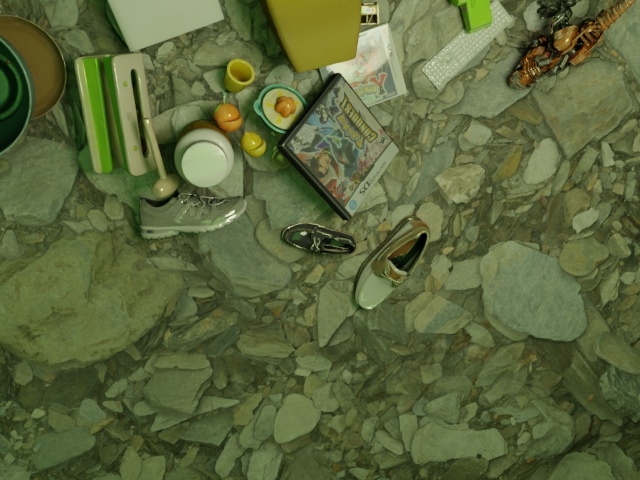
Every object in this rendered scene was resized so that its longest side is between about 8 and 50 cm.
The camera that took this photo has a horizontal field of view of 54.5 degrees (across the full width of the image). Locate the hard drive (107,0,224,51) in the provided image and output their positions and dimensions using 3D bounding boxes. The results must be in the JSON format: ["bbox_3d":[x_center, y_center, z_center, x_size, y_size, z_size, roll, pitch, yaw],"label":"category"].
[{"bbox_3d":[-0.377,-0.619,1.351,0.233,0.047,0.353,-22,127,-6],"label":"hard drive"}]

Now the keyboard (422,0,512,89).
[{"bbox_3d":[0.377,-0.505,1.604,0.256,0.014,0.072,-43,111,5],"label":"keyboard"}]

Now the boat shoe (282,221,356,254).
[{"bbox_3d":[0.000,0.000,1.681,0.206,0.065,0.075,9,107,-13],"label":"boat shoe"}]

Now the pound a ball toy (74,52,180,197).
[{"bbox_3d":[-0.427,-0.271,1.455,0.208,0.136,0.319,6,112,26],"label":"pound a ball toy"}]

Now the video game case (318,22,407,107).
[{"bbox_3d":[0.102,-0.428,1.575,0.201,0.023,0.183,-21,111,-3],"label":"video game case"}]

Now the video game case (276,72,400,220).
[{"bbox_3d":[0.053,-0.230,1.553,0.275,0.035,0.248,46,70,-30],"label":"video game case"}]

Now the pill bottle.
[{"bbox_3d":[-0.273,-0.202,1.465,0.136,0.245,0.136,-3,109,-9],"label":"pill bottle"}]

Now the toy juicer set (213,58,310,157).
[{"bbox_3d":[-0.100,-0.284,1.501,0.329,0.089,0.209,25,63,-18],"label":"toy juicer set"}]

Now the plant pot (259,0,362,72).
[{"bbox_3d":[-0.018,-0.504,1.422,0.212,0.212,0.187,-16,122,-5],"label":"plant pot"}]

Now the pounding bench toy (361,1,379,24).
[{"bbox_3d":[0.105,-0.566,1.512,0.065,0.052,0.083,-5,109,-8],"label":"pounding bench toy"}]

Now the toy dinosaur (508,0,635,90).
[{"bbox_3d":[0.617,-0.488,1.537,0.322,0.218,0.164,-7,136,36],"label":"toy dinosaur"}]

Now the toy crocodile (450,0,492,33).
[{"bbox_3d":[0.346,-0.675,1.502,0.115,0.105,0.340,-25,116,-2],"label":"toy crocodile"}]

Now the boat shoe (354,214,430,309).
[{"bbox_3d":[0.194,0.071,1.720,0.113,0.103,0.302,27,102,-18],"label":"boat shoe"}]

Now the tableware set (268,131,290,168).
[{"bbox_3d":[-0.055,-0.240,1.614,0.169,0.020,0.141,12,106,-13],"label":"tableware set"}]

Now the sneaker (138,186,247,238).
[{"bbox_3d":[-0.326,-0.082,1.572,0.281,0.105,0.115,-12,111,-6],"label":"sneaker"}]

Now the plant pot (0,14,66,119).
[{"bbox_3d":[-0.708,-0.395,1.434,0.236,0.032,0.236,-4,110,-10],"label":"plant pot"}]

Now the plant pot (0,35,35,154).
[{"bbox_3d":[-0.748,-0.325,1.328,0.293,0.196,0.293,-3,108,-9],"label":"plant pot"}]
